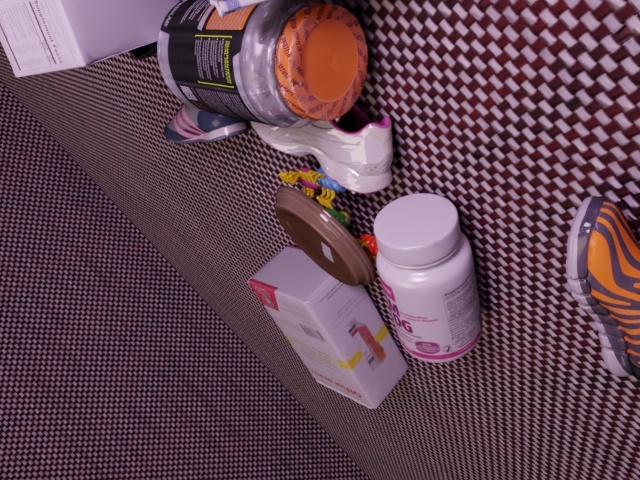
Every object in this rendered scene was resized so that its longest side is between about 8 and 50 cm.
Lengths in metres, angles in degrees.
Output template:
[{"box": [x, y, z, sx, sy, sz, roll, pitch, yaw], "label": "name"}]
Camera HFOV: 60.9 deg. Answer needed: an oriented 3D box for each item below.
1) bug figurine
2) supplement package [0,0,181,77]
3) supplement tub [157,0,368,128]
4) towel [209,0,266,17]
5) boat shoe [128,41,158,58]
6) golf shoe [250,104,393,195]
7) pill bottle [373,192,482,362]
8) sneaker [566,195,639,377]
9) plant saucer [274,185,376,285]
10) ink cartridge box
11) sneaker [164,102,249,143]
[{"box": [0.034, -0.064, 1.078, 0.216, 0.072, 0.279, 28, 159, 49], "label": "bug figurine"}, {"box": [-0.357, -0.390, 0.833, 0.145, 0.262, 0.204, 1, 120, 25], "label": "supplement package"}, {"box": [-0.093, -0.279, 0.834, 0.316, 0.193, 0.193, 23, 146, 42], "label": "supplement tub"}, {"box": [-0.008, -0.364, 0.545, 0.034, 0.285, 0.209, -100, -6, -46], "label": "towel"}, {"box": [-0.306, -0.439, 1.026, 0.127, 0.113, 0.340, 56, 153, -16], "label": "boat shoe"}, {"box": [0.001, -0.200, 0.929, 0.306, 0.115, 0.140, 31, 137, 23], "label": "golf shoe"}, {"box": [0.187, 0.068, 0.945, 0.160, 0.160, 0.283, 23, 145, 41], "label": "pill bottle"}, {"box": [0.424, 0.070, 0.653, 0.180, 0.124, 0.321, 6, 144, 49], "label": "sneaker"}, {"box": [0.000, 0.000, 1.132, 0.278, 0.041, 0.278, 41, 165, 13], "label": "plant saucer"}, {"box": [0.023, 0.221, 1.423, 0.279, 0.160, 0.384, 11, 137, 52], "label": "ink cartridge box"}, {"box": [-0.271, -0.291, 1.228, 0.319, 0.112, 0.131, 8, 118, 49], "label": "sneaker"}]
